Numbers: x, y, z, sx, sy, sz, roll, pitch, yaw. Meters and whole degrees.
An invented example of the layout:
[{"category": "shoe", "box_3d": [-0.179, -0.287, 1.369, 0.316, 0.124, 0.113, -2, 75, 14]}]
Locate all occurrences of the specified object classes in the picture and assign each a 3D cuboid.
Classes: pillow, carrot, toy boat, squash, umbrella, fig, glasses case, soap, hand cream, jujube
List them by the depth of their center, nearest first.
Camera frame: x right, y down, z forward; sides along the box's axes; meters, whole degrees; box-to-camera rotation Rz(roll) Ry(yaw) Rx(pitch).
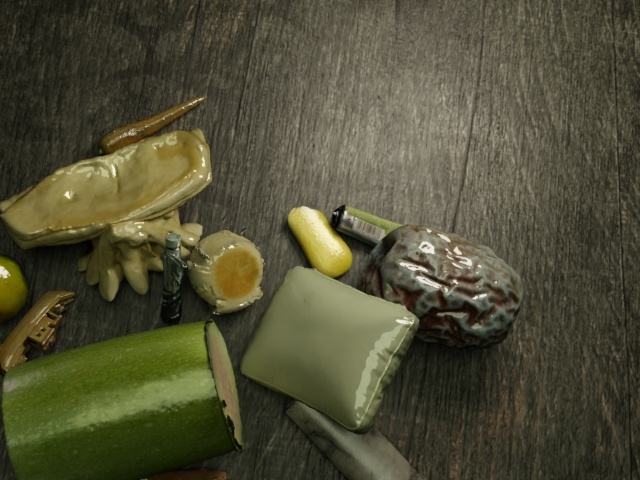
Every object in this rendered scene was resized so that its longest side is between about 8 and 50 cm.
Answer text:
[{"category": "squash", "box_3d": [-0.346, 0.300, 1.605, 0.384, 0.263, 0.263, -14, 79, -5]}, {"category": "pillow", "box_3d": [0.012, 0.198, 1.696, 0.322, 0.120, 0.255, 22, 80, 37]}, {"category": "toy boat", "box_3d": [-0.539, 0.175, 1.704, 0.072, 0.064, 0.206, 28, 54, 6]}, {"category": "fig", "box_3d": [-0.639, 0.088, 1.710, 0.153, 0.121, 0.136, 27, 68, -24]}, {"category": "umbrella", "box_3d": [-0.285, 0.074, 1.742, 0.050, 0.046, 0.188, 5, 114, -4]}, {"category": "glasses case", "box_3d": [0.068, 0.404, 1.751, 0.114, 0.060, 0.299, -44, 85, -13]}, {"category": "jujube", "box_3d": [0.245, 0.098, 1.775, 0.317, 0.226, 0.226, 22, 75, -8]}, {"category": "soap", "box_3d": [0.000, 0.000, 1.853, 0.089, 0.033, 0.168, -27, 81, -19]}, {"category": "carrot", "box_3d": [-0.352, -0.244, 1.862, 0.254, 0.049, 0.049, -29, 82, -16]}, {"category": "hand cream", "box_3d": [0.128, -0.012, 1.870, 0.235, 0.055, 0.086, 22, 75, -12]}]

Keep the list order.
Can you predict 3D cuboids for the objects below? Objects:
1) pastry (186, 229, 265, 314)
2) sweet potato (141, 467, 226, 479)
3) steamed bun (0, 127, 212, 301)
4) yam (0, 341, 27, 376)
[{"category": "pastry", "box_3d": [-0.185, 0.061, 1.767, 0.166, 0.088, 0.166, -6, 103, -28]}, {"category": "sweet potato", "box_3d": [-0.320, 0.453, 1.688, 0.281, 0.067, 0.059, 6, 54, -3]}, {"category": "steamed bun", "box_3d": [-0.383, -0.039, 1.758, 0.428, 0.189, 0.247, -26, 57, -14]}, {"category": "yam", "box_3d": [-0.650, 0.200, 1.710, 0.241, 0.057, 0.057, 37, 75, 2]}]
